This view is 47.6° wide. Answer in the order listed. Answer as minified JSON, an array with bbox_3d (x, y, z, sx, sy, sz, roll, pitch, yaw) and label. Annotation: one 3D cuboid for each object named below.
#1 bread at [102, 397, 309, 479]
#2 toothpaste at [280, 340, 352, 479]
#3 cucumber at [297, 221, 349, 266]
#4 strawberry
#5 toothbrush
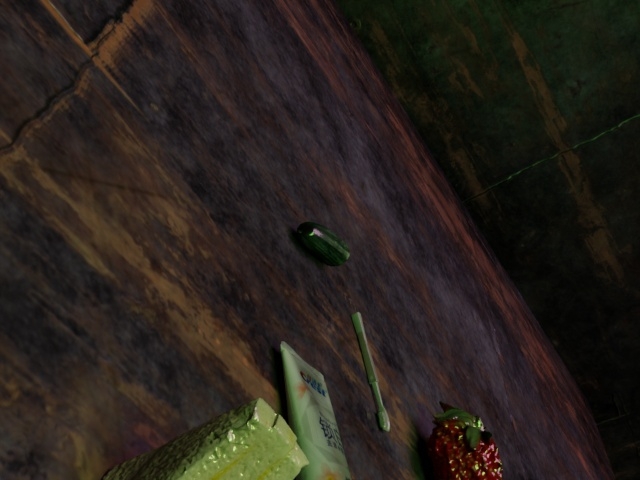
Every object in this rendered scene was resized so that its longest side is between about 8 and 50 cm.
[{"bbox_3d":[-0.090,0.192,0.512,0.077,0.152,0.105,54,17,-20],"label":"bread"},{"bbox_3d":[0.003,0.256,0.791,0.100,0.066,0.323,46,21,-40],"label":"toothpaste"},{"bbox_3d":[0.000,0.000,1.113,0.105,0.048,0.048,39,31,-48],"label":"cucumber"},{"bbox_3d":[0.224,0.383,1.137,0.174,0.097,0.228,-97,178,-78],"label":"strawberry"},{"bbox_3d":[0.076,0.197,1.104,0.017,0.014,0.194,37,32,-49],"label":"toothbrush"}]
